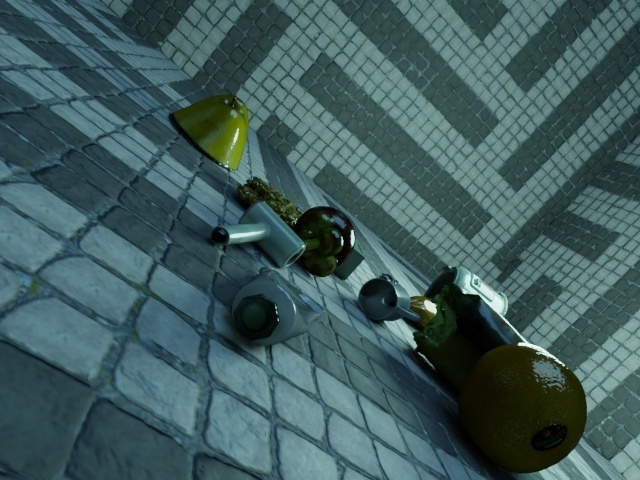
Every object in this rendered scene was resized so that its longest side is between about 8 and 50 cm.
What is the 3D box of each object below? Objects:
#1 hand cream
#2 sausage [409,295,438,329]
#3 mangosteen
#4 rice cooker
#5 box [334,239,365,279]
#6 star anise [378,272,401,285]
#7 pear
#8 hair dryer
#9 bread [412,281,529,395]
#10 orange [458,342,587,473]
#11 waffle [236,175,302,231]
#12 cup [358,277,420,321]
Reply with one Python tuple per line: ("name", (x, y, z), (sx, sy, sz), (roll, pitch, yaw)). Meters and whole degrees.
("hand cream", (-0.057, 0.089, 0.682), (0.121, 0.076, 0.336), (44, 3, 5))
("sausage", (0.349, 0.243, 1.501), (0.328, 0.112, 0.112), (31, 13, -38))
("mangosteen", (0.010, -0.005, 1.054), (0.156, 0.146, 0.181), (61, -4, 3))
("rice cooker", (0.548, 0.259, 1.760), (0.317, 0.264, 0.316), (27, 34, -20))
("box", (0.042, 0.014, 1.335), (0.129, 0.086, 0.225), (39, 9, -8))
("star anise", (0.249, 0.161, 1.594), (0.124, 0.056, 0.129), (43, 9, 3))
("pear", (-0.287, -0.341, 1.362), (0.267, 0.178, 0.267), (44, 6, -6))
("hair dryer", (-0.118, -0.009, 0.842), (0.131, 0.073, 0.236), (45, 12, 12))
("bread", (0.400, 0.294, 1.123), (0.376, 0.208, 0.251), (43, 2, 8))
("orange", (0.379, 0.313, 0.885), (0.236, 0.236, 0.236), (40, 9, -8))
("waffle", (-0.118, -0.081, 1.158), (0.193, 0.070, 0.197), (46, 10, 21))
("cup", (0.169, 0.163, 1.146), (0.136, 0.099, 0.133), (59, 14, 23))
